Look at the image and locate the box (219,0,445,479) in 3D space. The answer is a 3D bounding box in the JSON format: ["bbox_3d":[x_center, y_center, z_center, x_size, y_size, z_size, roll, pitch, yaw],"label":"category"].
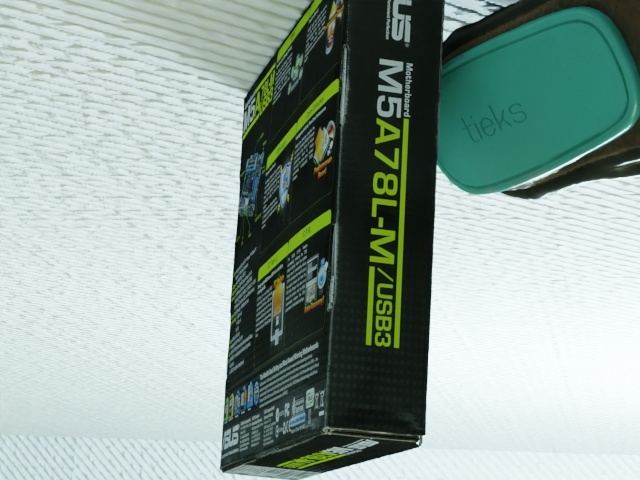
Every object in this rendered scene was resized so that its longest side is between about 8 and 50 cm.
[{"bbox_3d":[0.000,0.000,0.605,0.045,0.184,0.191,9,164,-13],"label":"box"}]

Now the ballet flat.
[{"bbox_3d":[0.131,-0.073,0.485,0.096,0.095,0.280,-27,-169,-24],"label":"ballet flat"}]
